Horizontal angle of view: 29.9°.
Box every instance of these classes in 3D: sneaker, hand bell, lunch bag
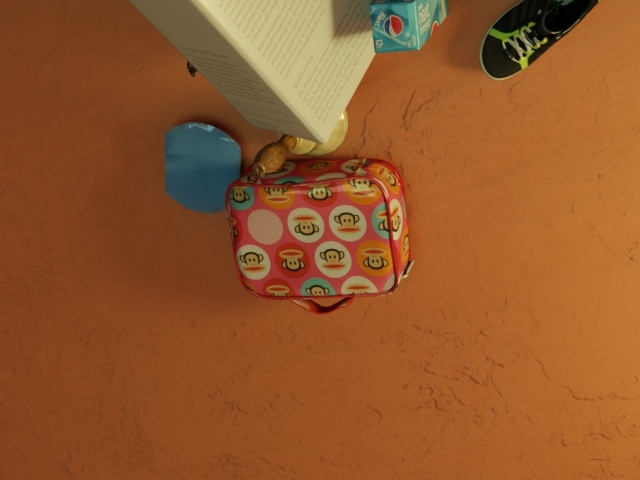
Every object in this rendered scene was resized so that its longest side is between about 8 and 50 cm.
[{"bbox_3d":[0.313,-0.316,1.726,0.084,0.097,0.234,45,120,-4],"label":"sneaker"},{"bbox_3d":[-0.051,-0.151,1.845,0.126,0.242,0.126,7,115,16],"label":"hand bell"},{"bbox_3d":[0.000,0.000,1.965,0.293,0.120,0.258,0,114,19],"label":"lunch bag"}]

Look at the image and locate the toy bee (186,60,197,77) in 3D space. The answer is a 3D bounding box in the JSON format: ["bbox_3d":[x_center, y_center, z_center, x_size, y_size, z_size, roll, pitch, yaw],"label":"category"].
[{"bbox_3d":[-0.149,-0.398,1.831,0.162,0.298,0.195,-8,71,1],"label":"toy bee"}]

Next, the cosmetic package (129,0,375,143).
[{"bbox_3d":[-0.104,-0.351,1.634,0.161,0.230,0.453,18,163,37],"label":"cosmetic package"}]

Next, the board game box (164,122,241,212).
[{"bbox_3d":[-0.195,-0.128,2.028,0.133,0.033,0.169,9,121,10],"label":"board game box"}]

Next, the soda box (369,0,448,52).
[{"bbox_3d":[0.130,-0.331,1.718,0.067,0.210,0.071,0,114,19],"label":"soda box"}]
